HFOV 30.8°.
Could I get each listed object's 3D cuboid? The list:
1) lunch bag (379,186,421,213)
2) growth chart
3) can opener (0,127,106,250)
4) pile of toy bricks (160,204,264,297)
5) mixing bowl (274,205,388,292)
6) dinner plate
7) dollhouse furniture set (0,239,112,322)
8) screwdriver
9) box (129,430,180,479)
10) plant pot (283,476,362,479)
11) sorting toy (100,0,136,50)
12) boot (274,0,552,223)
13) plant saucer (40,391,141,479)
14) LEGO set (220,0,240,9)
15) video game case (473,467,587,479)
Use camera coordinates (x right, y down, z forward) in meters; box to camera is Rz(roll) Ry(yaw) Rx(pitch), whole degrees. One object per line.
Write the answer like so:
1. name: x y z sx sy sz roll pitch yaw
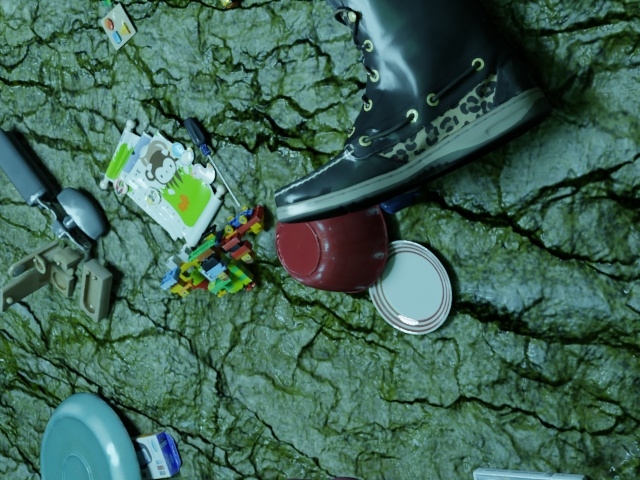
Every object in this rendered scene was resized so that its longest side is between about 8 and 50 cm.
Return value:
1. lunch bag: 0.099 -0.089 1.614 0.098 0.067 0.065 37 125 19
2. growth chart: -0.260 -0.095 1.916 0.237 0.021 0.172 38 123 21
3. can opener: -0.484 -0.102 2.066 0.095 0.076 0.283 -41 77 6
4. pile of toy bricks: -0.151 0.044 1.838 0.212 0.118 0.105 -34 116 30
5. mixing bowl: 0.000 0.000 1.686 0.181 0.098 0.182 14 112 39
6. dinner plate: 0.131 0.067 1.673 0.141 0.017 0.141 13 113 35
7. dollhouse furniture set: -0.469 0.091 2.051 0.151 0.123 0.144 38 138 20
8. screwdriver: -0.168 -0.124 1.825 0.170 0.024 0.025 57 159 17
9. box: -0.312 0.393 2.110 0.136 0.028 0.081 -18 93 41
10. plant pot: -0.001 0.454 1.801 0.180 0.201 0.201 9 111 52
11. sorting toy: -0.338 -0.359 1.893 0.062 0.012 0.083 -34 83 39
12. boot: 0.073 -0.204 1.501 0.377 0.138 0.284 -24 86 15
13. plant saucer: -0.441 0.445 2.172 0.317 0.043 0.318 8 102 45
14. LEGO set: -0.138 -0.466 1.680 0.182 0.060 0.244 38 124 26
15. video game case: 0.311 0.419 1.648 0.173 0.022 0.190 -5 102 38
